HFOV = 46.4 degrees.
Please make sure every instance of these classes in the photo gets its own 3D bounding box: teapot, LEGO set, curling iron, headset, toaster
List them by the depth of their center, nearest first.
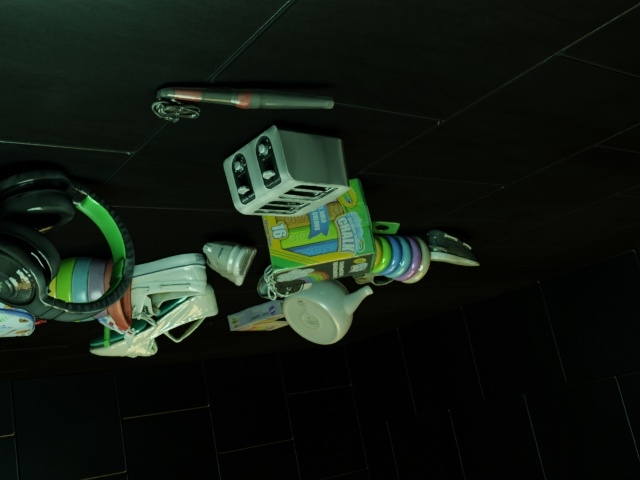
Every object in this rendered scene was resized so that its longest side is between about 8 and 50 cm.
[{"bbox_3d":[-0.112,-0.207,1.103,0.274,0.035,0.068,-6,169,-17],"label":"curling iron"},{"bbox_3d":[-0.499,-0.005,1.218,0.185,0.243,0.394,-28,137,35],"label":"headset"},{"bbox_3d":[-0.054,-0.120,1.328,0.186,0.110,0.168,2,162,-42],"label":"toaster"},{"bbox_3d":[-0.577,0.190,1.917,0.244,0.060,0.182,20,159,18],"label":"LEGO set"},{"bbox_3d":[0.007,0.208,2.483,0.187,0.256,0.252,-52,170,-40],"label":"teapot"}]

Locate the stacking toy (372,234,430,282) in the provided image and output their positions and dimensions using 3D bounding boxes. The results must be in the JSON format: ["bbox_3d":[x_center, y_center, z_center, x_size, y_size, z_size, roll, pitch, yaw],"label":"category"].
[{"bbox_3d":[0.152,0.034,2.068,0.330,0.141,0.141,11,155,-42],"label":"stacking toy"}]

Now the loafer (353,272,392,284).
[{"bbox_3d":[0.177,0.101,2.376,0.102,0.092,0.268,-5,164,-22],"label":"loafer"}]

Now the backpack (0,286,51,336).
[{"bbox_3d":[-0.654,0.074,1.459,0.277,0.213,0.263,-1,152,-25],"label":"backpack"}]

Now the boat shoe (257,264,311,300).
[{"bbox_3d":[-0.115,0.111,2.162,0.105,0.113,0.306,-21,179,-23],"label":"boat shoe"}]

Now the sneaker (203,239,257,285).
[{"bbox_3d":[-0.233,0.039,1.895,0.115,0.105,0.281,23,168,1],"label":"sneaker"}]

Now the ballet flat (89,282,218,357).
[{"bbox_3d":[-0.479,0.262,2.197,0.400,0.139,0.139,-29,166,-2],"label":"ballet flat"}]

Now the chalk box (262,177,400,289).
[{"bbox_3d":[0.026,-0.019,1.645,0.289,0.179,0.180,-11,165,-4],"label":"chalk box"}]

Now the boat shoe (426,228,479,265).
[{"bbox_3d":[0.407,0.025,2.261,0.114,0.091,0.302,4,176,29],"label":"boat shoe"}]

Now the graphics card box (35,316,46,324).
[{"bbox_3d":[-0.869,0.161,1.822,0.233,0.094,0.371,-13,167,7],"label":"graphics card box"}]

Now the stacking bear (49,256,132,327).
[{"bbox_3d":[-0.602,0.117,1.751,0.289,0.175,0.164,-3,162,-2],"label":"stacking bear"}]

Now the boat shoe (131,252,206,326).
[{"bbox_3d":[-0.461,0.152,1.964,0.367,0.156,0.136,-14,165,12],"label":"boat shoe"}]

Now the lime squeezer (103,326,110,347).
[{"bbox_3d":[-0.591,0.193,2.158,0.059,0.110,0.310,-29,-165,5],"label":"lime squeezer"}]

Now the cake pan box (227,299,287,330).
[{"bbox_3d":[-0.178,0.287,2.877,0.267,0.070,0.246,-21,165,32],"label":"cake pan box"}]
